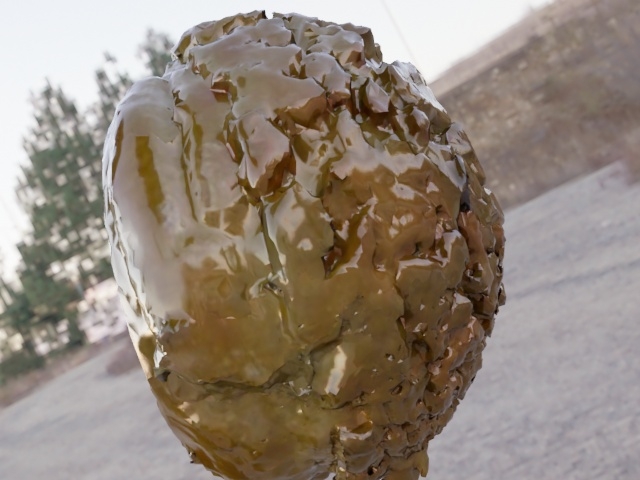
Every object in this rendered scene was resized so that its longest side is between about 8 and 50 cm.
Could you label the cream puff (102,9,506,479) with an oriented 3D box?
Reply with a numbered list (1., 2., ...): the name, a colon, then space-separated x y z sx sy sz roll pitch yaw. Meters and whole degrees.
1. cream puff: 0.000 0.000 0.408 0.115 0.165 0.150 -18 -15 12
